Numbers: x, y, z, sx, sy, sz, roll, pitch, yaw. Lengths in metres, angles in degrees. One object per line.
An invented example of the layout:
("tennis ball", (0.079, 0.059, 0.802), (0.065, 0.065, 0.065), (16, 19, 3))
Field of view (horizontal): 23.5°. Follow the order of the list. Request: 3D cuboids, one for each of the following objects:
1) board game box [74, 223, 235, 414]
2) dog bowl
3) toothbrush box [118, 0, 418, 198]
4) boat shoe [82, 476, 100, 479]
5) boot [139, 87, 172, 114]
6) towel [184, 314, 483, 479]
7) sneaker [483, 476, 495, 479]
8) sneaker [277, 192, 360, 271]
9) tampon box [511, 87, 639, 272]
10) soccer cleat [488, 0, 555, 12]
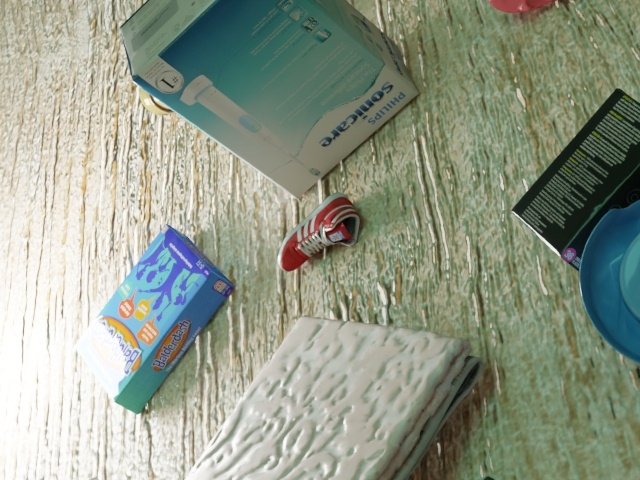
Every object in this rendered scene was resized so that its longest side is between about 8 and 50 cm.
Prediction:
("board game box", (-0.219, 0.100, 2.007), (0.210, 0.047, 0.160), (-54, 37, 3))
("dog bowl", (0.365, -0.014, 1.384), (0.166, 0.074, 0.297), (42, 96, 19))
("toothbrush box", (-0.061, -0.219, 1.873), (0.216, 0.295, 0.126), (-41, 38, 19))
("boat shoe", (-0.268, 0.370, 1.846), (0.063, 0.066, 0.184), (-14, 49, 24))
("boot", (-0.129, -0.298, 2.190), (0.269, 0.089, 0.236), (-11, 66, 43))
("towel", (-0.015, 0.226, 1.619), (0.317, 0.053, 0.332), (3, 51, 55))
("sneaker", (0.160, 0.298, 1.435), (0.170, 0.089, 0.051), (-49, -13, -52))
("sneaker", (0.000, 0.000, 1.849), (0.118, 0.042, 0.067), (-49, 34, 5))
("tampon box", (0.293, -0.040, 1.493), (0.161, 0.120, 0.101), (-49, 36, 7))
("soccer cleat", (0.296, -0.356, 1.782), (0.248, 0.083, 0.095), (-40, 15, 24))
